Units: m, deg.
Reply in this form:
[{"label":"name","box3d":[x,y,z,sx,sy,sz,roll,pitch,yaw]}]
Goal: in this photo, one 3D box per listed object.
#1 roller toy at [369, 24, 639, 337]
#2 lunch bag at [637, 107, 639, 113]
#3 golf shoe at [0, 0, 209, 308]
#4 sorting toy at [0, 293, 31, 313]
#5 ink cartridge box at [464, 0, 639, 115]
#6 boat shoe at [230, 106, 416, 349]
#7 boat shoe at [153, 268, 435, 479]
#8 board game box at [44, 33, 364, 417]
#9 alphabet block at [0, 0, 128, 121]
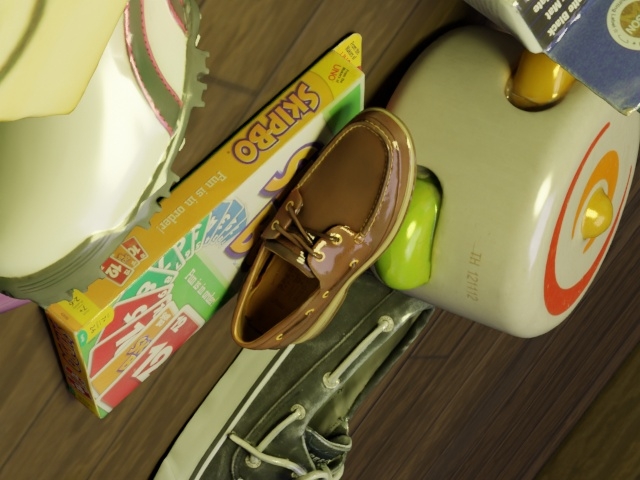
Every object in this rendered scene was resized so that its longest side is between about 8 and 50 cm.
[{"label":"roller toy","box3d":[0.130,-0.040,1.156,0.209,0.146,0.191,-66,157,-7]},{"label":"lunch bag","box3d":[0.199,-0.237,0.899,0.138,0.221,0.293,-31,153,-43]},{"label":"golf shoe","box3d":[-0.099,-0.113,0.620,0.120,0.105,0.272,12,94,-57]},{"label":"sorting toy","box3d":[-0.216,-0.017,0.625,0.126,0.127,0.365,-22,164,7]},{"label":"ink cartridge box","box3d":[0.123,-0.206,0.789,0.223,0.224,0.045,-50,161,-4]},{"label":"boat shoe","box3d":[0.000,0.000,1.027,0.060,0.064,0.178,-25,151,-55]},{"label":"boat shoe","box3d":[-0.023,0.143,1.268,0.306,0.105,0.113,-54,160,10]},{"label":"board game box","box3d":[-0.056,-0.010,1.036,0.259,0.039,0.124,-46,161,-21]},{"label":"alphabet block","box3d":[-0.133,-0.152,0.379,0.192,0.193,0.197,-12,138,-58]}]
